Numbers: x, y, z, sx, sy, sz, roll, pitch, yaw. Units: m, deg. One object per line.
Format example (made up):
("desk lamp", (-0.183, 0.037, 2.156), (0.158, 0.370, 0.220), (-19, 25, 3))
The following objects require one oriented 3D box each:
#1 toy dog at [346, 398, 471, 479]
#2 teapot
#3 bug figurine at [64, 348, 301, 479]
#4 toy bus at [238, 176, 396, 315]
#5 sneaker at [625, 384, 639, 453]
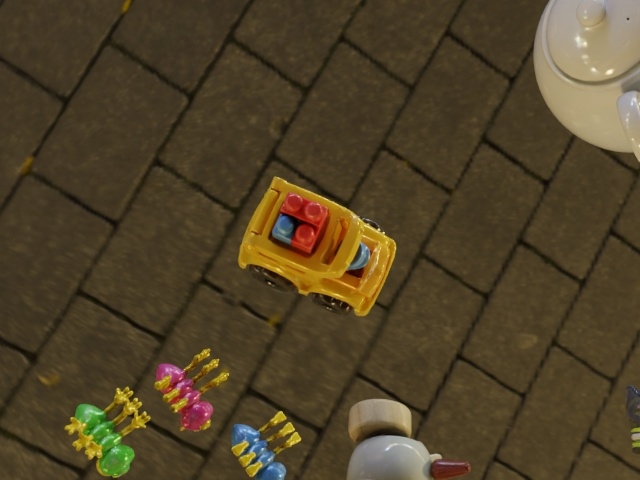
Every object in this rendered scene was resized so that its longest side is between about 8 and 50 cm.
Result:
("toy dog", (0.117, 0.337, 1.477), (0.161, 0.333, 0.220), (3, 75, 9))
("teapot", (0.345, -0.225, 1.271), (0.187, 0.256, 0.252), (17, 101, -54))
("bug figurine", (-0.163, 0.248, 1.247), (0.279, 0.072, 0.216), (-27, 82, -40))
("toy bus", (0.000, 0.000, 1.584), (0.220, 0.211, 0.149), (24, 76, 2))
("sneaker", (0.622, 0.242, 1.764), (0.300, 0.111, 0.121), (-23, 72, 17))
